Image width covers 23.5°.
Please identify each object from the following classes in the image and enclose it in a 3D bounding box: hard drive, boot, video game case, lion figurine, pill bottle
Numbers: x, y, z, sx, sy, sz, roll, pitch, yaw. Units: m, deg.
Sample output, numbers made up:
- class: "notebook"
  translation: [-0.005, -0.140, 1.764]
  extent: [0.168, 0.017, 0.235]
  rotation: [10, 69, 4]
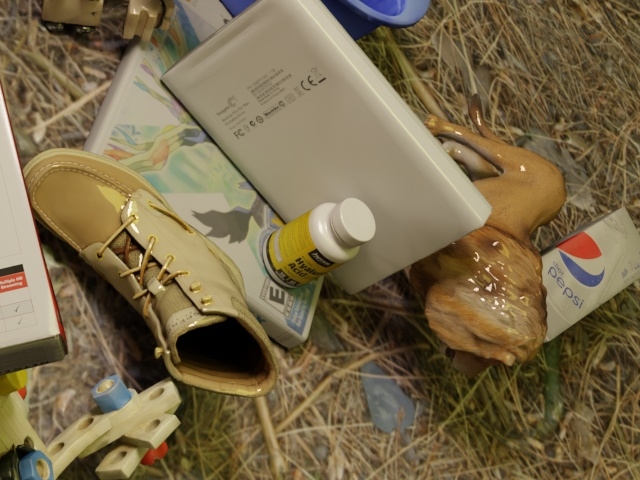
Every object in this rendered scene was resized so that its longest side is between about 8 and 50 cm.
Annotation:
- class: "hard drive"
  translation: [0.004, -0.099, 1.558]
  extent: [0.307, 0.203, 0.040]
  rotation: [49, 43, -13]
- class: "boot"
  translation: [-0.156, 0.031, 1.404]
  extent: [0.262, 0.095, 0.203]
  rotation: [40, 9, -28]
- class: "video game case"
  translation: [-0.096, -0.093, 1.638]
  extent: [0.300, 0.036, 0.329]
  rotation: [37, 48, -24]
- class: "lion figurine"
  translation: [0.193, -0.025, 1.737]
  extent: [0.240, 0.142, 0.392]
  rotation: [22, 48, 18]
- class: "pill bottle"
  translation: [0.000, 0.000, 1.565]
  extent: [0.065, 0.116, 0.065]
  rotation: [22, 54, -34]

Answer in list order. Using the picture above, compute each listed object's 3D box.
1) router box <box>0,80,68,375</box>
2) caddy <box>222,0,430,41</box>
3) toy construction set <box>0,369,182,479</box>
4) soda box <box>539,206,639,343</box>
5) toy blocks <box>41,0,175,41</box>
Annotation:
- class: "router box"
  translation: [-0.386, -0.021, 1.148]
  extent: [0.335, 0.082, 0.301]
  rotation: [-13, 76, -9]
- class: "caddy"
  translation: [-0.018, -0.362, 1.727]
  extent: [0.341, 0.179, 0.241]
  rotation: [50, 34, -7]
- class: "toy construction set"
  translation: [-0.268, 0.105, 1.294]
  extent: [0.327, 0.151, 0.215]
  rotation: [46, 27, -18]
- class: "soda box"
  translation: [0.296, 0.052, 1.894]
  extent: [0.286, 0.098, 0.091]
  rotation: [-26, 88, -47]
- class: "toy blocks"
  translation: [-0.122, -0.387, 1.517]
  extent: [0.288, 0.309, 0.260]
  rotation: [5, 59, -14]
